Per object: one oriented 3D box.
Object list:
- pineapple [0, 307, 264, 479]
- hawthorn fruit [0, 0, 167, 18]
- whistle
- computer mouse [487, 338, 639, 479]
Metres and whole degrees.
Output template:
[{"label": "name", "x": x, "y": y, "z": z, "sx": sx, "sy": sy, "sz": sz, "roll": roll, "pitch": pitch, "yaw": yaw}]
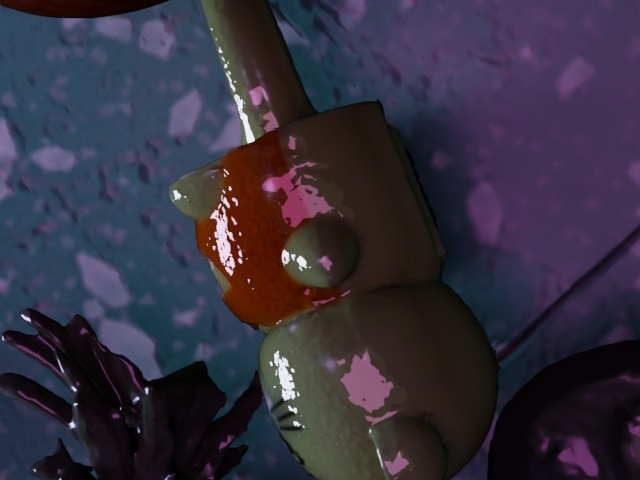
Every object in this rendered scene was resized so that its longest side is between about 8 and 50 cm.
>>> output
[{"label": "pineapple", "x": -0.073, "y": 0.192, "z": 0.786, "sx": 0.169, "sy": 0.169, "sz": 0.340, "roll": -14, "pitch": 87, "yaw": 16}, {"label": "hawthorn fruit", "x": -0.077, "y": -0.254, "z": 0.640, "sx": 0.308, "sy": 0.308, "sz": 0.324, "roll": 42, "pitch": 118, "yaw": 6}, {"label": "whistle", "x": 0.000, "y": 0.000, "z": 0.744, "sx": 0.106, "sy": 0.131, "sz": 0.288, "roll": -23, "pitch": 84, "yaw": 4}, {"label": "computer mouse", "x": 0.163, "y": 0.171, "z": 0.736, "sx": 0.170, "sy": 0.100, "sz": 0.269, "roll": 4, "pitch": 97, "yaw": 26}]
